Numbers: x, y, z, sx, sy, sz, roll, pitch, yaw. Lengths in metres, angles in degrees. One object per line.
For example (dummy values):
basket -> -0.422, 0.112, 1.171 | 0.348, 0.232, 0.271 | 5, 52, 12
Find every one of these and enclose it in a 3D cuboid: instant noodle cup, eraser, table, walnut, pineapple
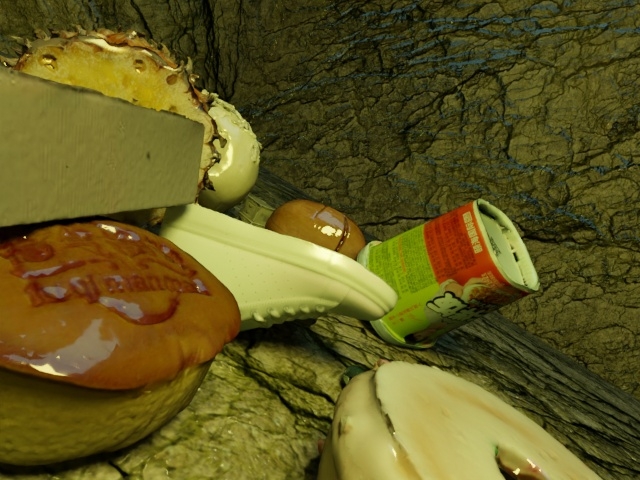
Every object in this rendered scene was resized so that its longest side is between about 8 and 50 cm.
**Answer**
instant noodle cup -> 0.286, 0.072, 0.927 | 0.294, 0.308, 0.294 | 29, 44, -32
eraser -> -0.219, -0.090, 0.421 | 0.077, 0.111, 0.352 | 14, 11, 10
table -> -0.196, -0.079, 1.221 | 0.079, 0.083, 0.062 | 37, 13, 38
walnut -> 0.000, 0.000, 1.071 | 0.298, 0.203, 0.203 | 21, 11, 0
pineapple -> -0.349, -0.177, 0.677 | 0.352, 0.352, 0.300 | 21, 7, -35

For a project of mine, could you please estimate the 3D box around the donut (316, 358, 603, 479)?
donut -> 0.161, 0.275, 0.375 | 0.382, 0.142, 0.382 | 28, 12, -7

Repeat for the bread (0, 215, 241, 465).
bread -> -0.213, 0.064, 0.373 | 0.270, 0.148, 0.270 | 25, 14, -7

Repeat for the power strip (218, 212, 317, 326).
power strip -> -0.124, 0.057, 0.771 | 0.251, 0.092, 0.257 | 29, 24, -8

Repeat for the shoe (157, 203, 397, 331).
shoe -> -0.076, 0.076, 0.586 | 0.363, 0.160, 0.132 | 21, -13, 0

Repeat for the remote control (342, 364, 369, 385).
remote control -> 0.132, 0.252, 0.667 | 0.222, 0.042, 0.072 | 24, 10, -26

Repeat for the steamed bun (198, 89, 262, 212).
steamed bun -> -0.312, -0.241, 1.079 | 0.334, 0.233, 0.312 | 44, -16, -13
